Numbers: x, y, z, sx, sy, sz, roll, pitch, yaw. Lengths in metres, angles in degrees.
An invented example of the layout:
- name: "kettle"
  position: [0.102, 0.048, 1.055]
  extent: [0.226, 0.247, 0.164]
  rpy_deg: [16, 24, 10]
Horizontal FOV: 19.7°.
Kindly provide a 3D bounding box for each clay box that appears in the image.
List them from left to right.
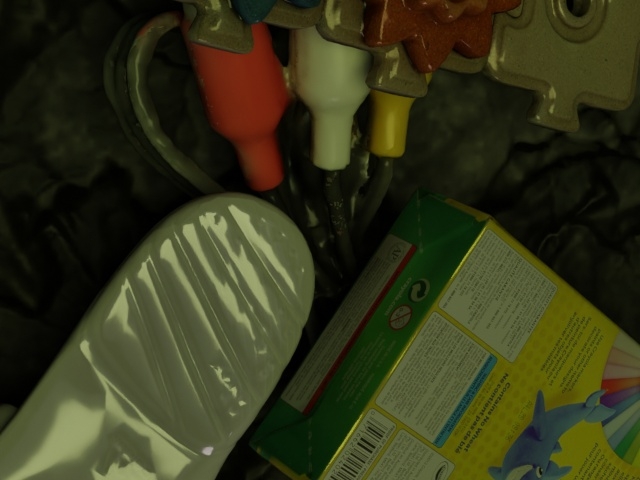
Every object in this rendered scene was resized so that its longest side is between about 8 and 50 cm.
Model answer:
- name: "clay box"
  position: [0.086, 0.088, 0.780]
  extent: [0.222, 0.053, 0.127]
  rpy_deg: [38, 84, -39]

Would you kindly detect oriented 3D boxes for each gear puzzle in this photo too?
- name: "gear puzzle"
  position: [0.089, -0.135, 0.716]
  extent: [0.339, 0.044, 0.175]
  rpy_deg: [10, 86, -33]

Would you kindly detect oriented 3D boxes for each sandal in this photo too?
- name: "sandal"
  position: [-0.094, 0.091, 0.747]
  extent: [0.102, 0.076, 0.265]
  rpy_deg: [36, 97, -17]

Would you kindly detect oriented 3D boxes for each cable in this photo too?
- name: "cable"
  position: [0.000, 0.000, 0.751]
  extent: [0.139, 0.072, 0.287]
  rpy_deg: [-17, 107, -20]
